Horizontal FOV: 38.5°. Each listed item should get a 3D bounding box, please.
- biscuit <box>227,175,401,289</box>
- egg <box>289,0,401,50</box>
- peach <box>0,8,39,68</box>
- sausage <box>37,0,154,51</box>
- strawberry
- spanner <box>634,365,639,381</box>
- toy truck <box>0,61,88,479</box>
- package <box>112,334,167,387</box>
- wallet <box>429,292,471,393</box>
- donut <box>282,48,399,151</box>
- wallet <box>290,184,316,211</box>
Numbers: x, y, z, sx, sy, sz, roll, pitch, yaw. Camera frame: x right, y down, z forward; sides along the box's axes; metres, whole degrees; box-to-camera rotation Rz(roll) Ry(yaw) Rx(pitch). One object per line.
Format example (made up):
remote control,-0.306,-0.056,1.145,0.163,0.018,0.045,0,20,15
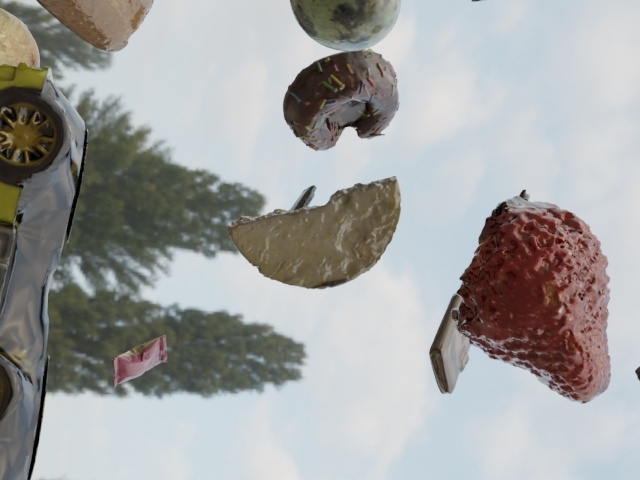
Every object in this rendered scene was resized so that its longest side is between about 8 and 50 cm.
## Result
biscuit,0.004,0.002,1.293,0.032,0.250,0.133,-123,-163,-77
egg,0.033,-0.311,1.166,0.141,0.141,0.181,-69,-151,24
peach,-0.561,-0.288,1.448,0.214,0.236,0.214,-40,-137,51
sausage,-0.243,-0.284,0.806,0.123,0.253,0.123,-9,-117,19
strawberry,0.319,0.074,1.304,0.258,0.261,0.261,23,-72,20
spanner,0.454,0.230,1.093,0.026,0.325,0.093,-36,-146,19
toy truck,-0.335,0.048,0.736,0.181,0.254,0.405,163,-61,-72
package,-0.243,0.161,1.228,0.029,0.083,0.059,43,-39,35
wallet,0.219,0.172,1.530,0.152,0.039,0.118,-60,141,-47
donut,0.049,-0.257,1.725,0.216,0.230,0.096,119,-40,-49
wallet,-0.050,-0.054,1.878,0.129,0.026,0.088,-57,-170,-11
